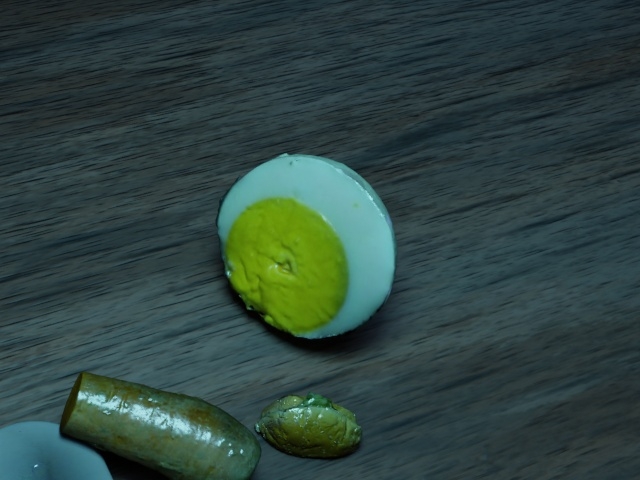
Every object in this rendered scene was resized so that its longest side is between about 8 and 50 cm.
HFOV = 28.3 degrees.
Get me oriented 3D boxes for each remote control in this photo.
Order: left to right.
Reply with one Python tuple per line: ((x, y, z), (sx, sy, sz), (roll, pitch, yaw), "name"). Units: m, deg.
((-0.395, 0.401, 1.850), (0.221, 0.103, 0.332), (-10, 52, -30), "remote control")

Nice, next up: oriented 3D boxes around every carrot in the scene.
((-0.237, 0.290, 1.931), (0.302, 0.139, 0.139), (25, 47, -13), "carrot")

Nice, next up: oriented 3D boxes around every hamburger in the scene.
((-0.015, 0.295, 2.036), (0.176, 0.102, 0.087), (12, 60, -3), "hamburger")

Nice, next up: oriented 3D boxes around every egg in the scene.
((0.000, 0.000, 2.192), (0.337, 0.337, 0.201), (31, 20, 14), "egg")
